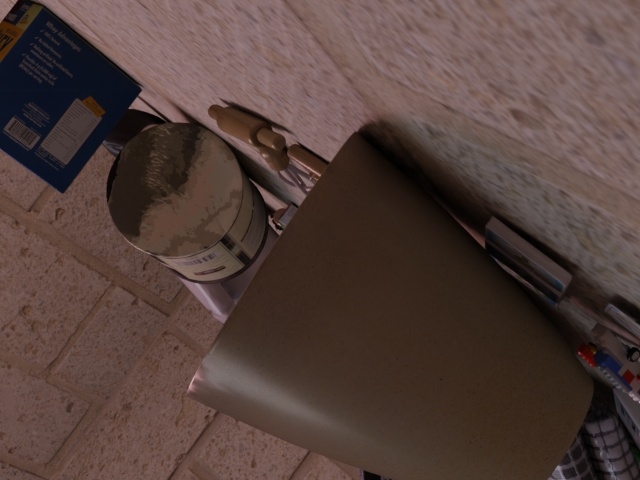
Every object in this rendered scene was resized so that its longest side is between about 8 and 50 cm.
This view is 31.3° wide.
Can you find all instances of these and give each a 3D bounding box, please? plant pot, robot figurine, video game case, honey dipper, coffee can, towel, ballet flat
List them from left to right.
[{"bbox_3d":[-0.256,-0.151,1.967,0.096,0.095,0.280,20,176,40],"label":"ballet flat"},{"bbox_3d":[-0.197,-0.050,1.767,0.201,0.201,0.275,36,175,10],"label":"coffee can"},{"bbox_3d":[-0.180,0.026,2.194,0.353,0.199,0.300,50,-149,-19],"label":"robot figurine"},{"bbox_3d":[-0.034,-0.014,2.000,0.030,0.030,0.160,33,176,32],"label":"honey dipper"},{"bbox_3d":[0.073,0.093,0.938,0.274,0.256,0.256,33,175,1],"label":"plant pot"},{"bbox_3d":[0.302,0.286,1.422,0.235,0.121,0.283,64,174,-14],"label":"towel"},{"bbox_3d":[0.378,0.255,1.203,0.206,0.026,0.227,60,-175,23],"label":"video game case"}]

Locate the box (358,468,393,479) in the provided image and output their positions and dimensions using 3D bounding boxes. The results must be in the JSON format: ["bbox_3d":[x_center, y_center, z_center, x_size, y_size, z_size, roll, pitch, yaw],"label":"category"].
[{"bbox_3d":[0.122,0.207,1.425,0.163,0.247,0.142,-4,170,2],"label":"box"}]

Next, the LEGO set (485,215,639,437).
[{"bbox_3d":[0.222,0.086,0.924,0.244,0.060,0.182,38,177,12],"label":"LEGO set"}]

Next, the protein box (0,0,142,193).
[{"bbox_3d":[-0.419,-0.218,1.718,0.200,0.201,0.136,39,175,-32],"label":"protein box"}]

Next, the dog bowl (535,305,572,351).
[{"bbox_3d":[0.124,0.103,1.206,0.348,0.102,0.349,39,166,12],"label":"dog bowl"}]

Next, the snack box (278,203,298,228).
[{"bbox_3d":[0.000,0.000,1.828,0.141,0.037,0.100,36,177,4],"label":"snack box"}]

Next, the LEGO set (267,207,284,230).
[{"bbox_3d":[-0.085,-0.034,2.203,0.083,0.023,0.054,40,174,-39],"label":"LEGO set"}]

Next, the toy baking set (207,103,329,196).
[{"bbox_3d":[-0.043,-0.088,1.304,0.196,0.030,0.256,40,174,-40],"label":"toy baking set"}]

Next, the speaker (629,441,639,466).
[{"bbox_3d":[0.353,0.295,1.642,0.296,0.131,0.131,36,175,6],"label":"speaker"}]
